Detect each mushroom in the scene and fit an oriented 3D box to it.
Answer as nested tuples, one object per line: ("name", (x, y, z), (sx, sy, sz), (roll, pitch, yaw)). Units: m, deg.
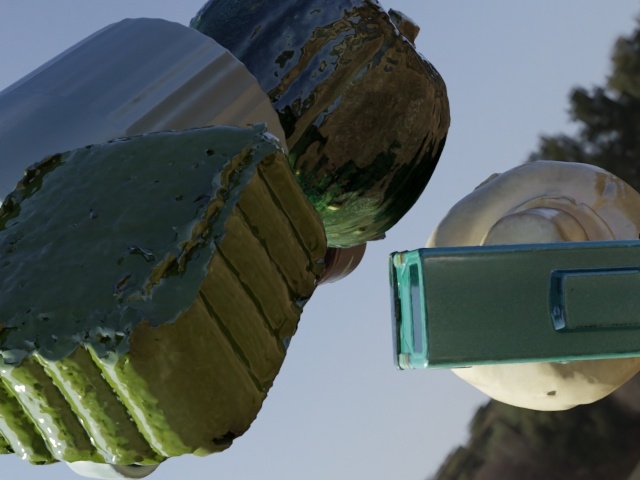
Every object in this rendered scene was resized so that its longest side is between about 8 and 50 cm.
("mushroom", (0.269, 0.069, 1.705), (0.356, 0.315, 0.315), (-66, 0, -58))

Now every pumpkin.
("pumpkin", (-0.019, -0.154, 1.477), (0.263, 0.293, 0.197), (-48, -18, 8))

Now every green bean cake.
("green bean cake", (-0.117, 0.029, 0.859), (0.113, 0.200, 0.214), (64, -146, -35))

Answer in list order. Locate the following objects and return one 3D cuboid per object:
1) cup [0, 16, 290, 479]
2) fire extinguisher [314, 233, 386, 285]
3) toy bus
("cup", (-0.175, 0.003, 1.206), (0.257, 0.331, 0.311), (-39, 6, 43))
("fire extinguisher", (0.000, 0.000, 1.763), (0.337, 0.136, 0.114), (-10, -81, -81))
("toy bus", (0.204, 0.061, 1.375), (0.147, 0.256, 0.128), (158, 109, -80))
